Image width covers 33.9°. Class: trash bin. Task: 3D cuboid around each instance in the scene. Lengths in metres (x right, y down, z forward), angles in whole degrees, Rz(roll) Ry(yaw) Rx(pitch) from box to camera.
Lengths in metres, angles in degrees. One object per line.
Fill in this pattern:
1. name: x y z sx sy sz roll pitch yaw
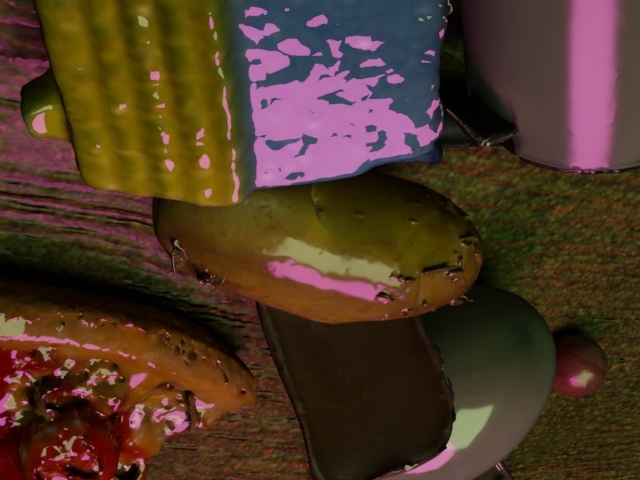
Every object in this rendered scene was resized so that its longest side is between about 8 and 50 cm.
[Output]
1. trash bin: 0.212 -0.217 0.801 0.277 0.217 0.263 -30 140 -12

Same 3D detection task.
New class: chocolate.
1. chocolate: 0.027 0.111 1.036 0.161 0.262 0.083 -13 165 -13

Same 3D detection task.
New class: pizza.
1. pizza: -0.302 0.211 1.024 0.439 0.130 0.406 19 119 -40

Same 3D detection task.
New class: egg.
1. egg: 0.126 0.164 1.149 0.282 0.203 0.203 -33 139 4

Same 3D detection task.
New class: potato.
1. potato: 0.000 0.000 0.930 0.300 0.140 0.173 8 165 -15

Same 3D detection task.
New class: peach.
1. peach: 0.326 0.161 1.349 0.083 0.083 0.083 -15 137 -15

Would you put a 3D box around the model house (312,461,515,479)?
1. model house: 0.073 0.337 1.371 0.278 0.218 0.205 -24 -166 45

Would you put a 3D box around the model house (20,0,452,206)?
1. model house: -0.066 -0.161 0.720 0.303 0.216 0.237 -14 138 -10

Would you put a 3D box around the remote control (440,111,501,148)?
1. remote control: 0.082 -0.102 0.942 0.377 0.107 0.044 -4 93 -26
